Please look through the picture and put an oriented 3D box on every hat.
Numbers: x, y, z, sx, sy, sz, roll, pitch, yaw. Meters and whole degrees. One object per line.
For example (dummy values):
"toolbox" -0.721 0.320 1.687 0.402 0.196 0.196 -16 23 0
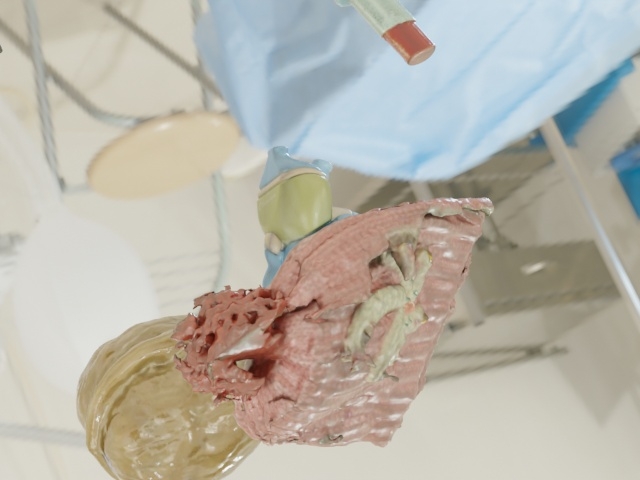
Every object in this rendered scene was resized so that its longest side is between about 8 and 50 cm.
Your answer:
"hat" 0.014 0.072 0.958 0.286 0.107 0.237 0 116 -48

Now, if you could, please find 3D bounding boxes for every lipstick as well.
"lipstick" 0.039 -0.283 1.418 0.061 0.274 0.068 -18 145 -29

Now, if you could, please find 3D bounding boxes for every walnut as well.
"walnut" -0.223 0.247 1.923 0.285 0.296 0.285 -17 127 -25

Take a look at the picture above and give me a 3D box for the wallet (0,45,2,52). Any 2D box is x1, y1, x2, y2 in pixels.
"wallet" -0.650 -0.318 1.911 0.247 0.323 0.041 -36 155 -12

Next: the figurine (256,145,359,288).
"figurine" 0.001 -0.001 1.801 0.154 0.262 0.180 -16 165 33
